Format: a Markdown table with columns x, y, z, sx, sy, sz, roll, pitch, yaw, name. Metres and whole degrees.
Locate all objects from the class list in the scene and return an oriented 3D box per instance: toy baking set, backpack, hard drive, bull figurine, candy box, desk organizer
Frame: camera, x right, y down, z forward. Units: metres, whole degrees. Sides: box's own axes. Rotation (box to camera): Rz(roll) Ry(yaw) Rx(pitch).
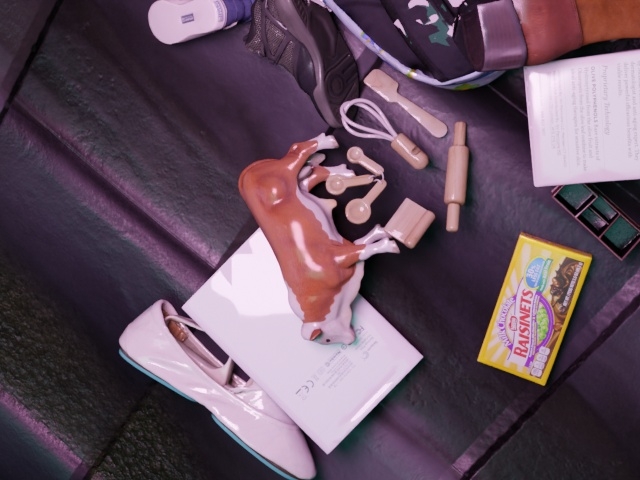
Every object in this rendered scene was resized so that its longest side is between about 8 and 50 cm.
| x | y | z | sx | sy | sz | roll | pitch | yaw | name |
| --- | --- | --- | --- | --- | --- | --- | --- | --- | --- |
| 0.115 | -0.120 | 1.096 | 0.197 | 0.030 | 0.256 | 11 | 77 | 0 | toy baking set |
| 0.132 | -0.359 | 0.983 | 0.290 | 0.273 | 0.355 | -41 | 71 | 14 | backpack |
| -0.029 | 0.142 | 1.211 | 0.319 | 0.040 | 0.210 | 44 | 90 | 5 | hard drive |
| 0.000 | 0.000 | 1.143 | 0.188 | 0.101 | 0.310 | -30 | 84 | 5 | bull figurine |
| 0.308 | 0.100 | 1.128 | 0.105 | 0.027 | 0.205 | 20 | 108 | 18 | candy box |
| 0.378 | -0.035 | 1.060 | 0.130 | 0.050 | 0.047 | 44 | 112 | 5 | desk organizer |

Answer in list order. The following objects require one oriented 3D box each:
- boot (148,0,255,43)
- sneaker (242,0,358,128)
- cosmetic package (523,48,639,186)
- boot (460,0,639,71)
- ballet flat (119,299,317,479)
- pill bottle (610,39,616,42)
| x | y | z | sx | sy | sz | roll | pitch | yaw | name |
| --- | --- | --- | --- | --- | --- | --- | --- | --- | --- |
| -0.179 | -0.339 | 1.182 | 0.190 | 0.086 | 0.069 | 13 | 117 | 45 | boot |
| -0.029 | -0.268 | 1.137 | 0.130 | 0.087 | 0.227 | 3 | 130 | 49 | sneaker |
| 0.442 | -0.159 | 0.932 | 0.366 | 0.197 | 0.155 | -5 | 100 | 18 | cosmetic package |
| 0.285 | -0.330 | 0.832 | 0.281 | 0.096 | 0.264 | -13 | 98 | -6 | boot |
| -0.150 | 0.234 | 1.274 | 0.400 | 0.139 | 0.139 | 34 | 111 | 10 | ballet flat |
| 0.350 | -0.368 | 0.951 | 0.131 | 0.131 | 0.229 | -28 | 93 | 23 | pill bottle |
